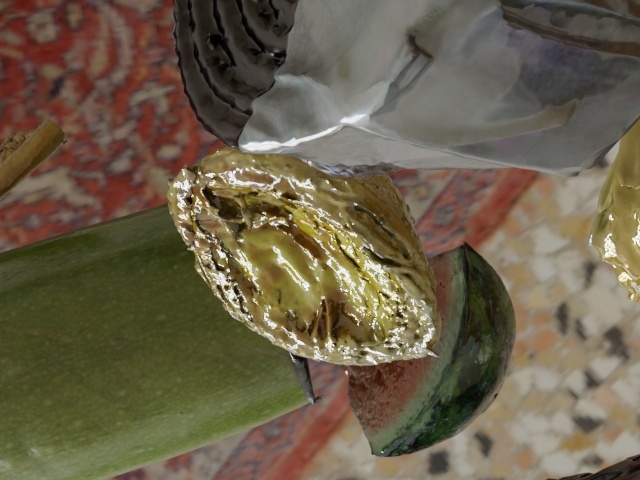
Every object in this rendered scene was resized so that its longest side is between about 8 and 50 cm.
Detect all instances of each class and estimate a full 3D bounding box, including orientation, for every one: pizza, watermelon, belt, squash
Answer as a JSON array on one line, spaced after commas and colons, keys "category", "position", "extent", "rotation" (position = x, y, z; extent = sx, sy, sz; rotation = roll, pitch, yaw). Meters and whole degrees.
[{"category": "pizza", "position": [-0.329, -0.079, 1.978], "extent": [0.178, 0.131, 0.041], "rotation": [-35, 105, 30]}, {"category": "watermelon", "position": [0.093, 0.098, 1.851], "extent": [0.202, 0.136, 0.207], "rotation": [6, 114, 3]}, {"category": "belt", "position": [0.072, -0.145, 0.667], "extent": [0.184, 0.164, 0.289], "rotation": [54, 125, 39]}, {"category": "squash", "position": [-0.209, 0.109, 1.932], "extent": [0.384, 0.263, 0.263], "rotation": [-18, 94, 2]}]

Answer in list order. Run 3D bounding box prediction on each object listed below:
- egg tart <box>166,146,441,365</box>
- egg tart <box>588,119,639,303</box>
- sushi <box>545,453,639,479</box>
[{"category": "egg tart", "position": [0.000, 0.000, 1.484], "extent": [0.252, 0.098, 0.232], "rotation": [38, 141, -13]}, {"category": "egg tart", "position": [0.337, -0.038, 1.064], "extent": [0.351, 0.339, 0.153], "rotation": [51, 158, -24]}, {"category": "sushi", "position": [0.211, 0.192, 0.751], "extent": [0.281, 0.299, 0.294], "rotation": [49, 127, -8]}]
